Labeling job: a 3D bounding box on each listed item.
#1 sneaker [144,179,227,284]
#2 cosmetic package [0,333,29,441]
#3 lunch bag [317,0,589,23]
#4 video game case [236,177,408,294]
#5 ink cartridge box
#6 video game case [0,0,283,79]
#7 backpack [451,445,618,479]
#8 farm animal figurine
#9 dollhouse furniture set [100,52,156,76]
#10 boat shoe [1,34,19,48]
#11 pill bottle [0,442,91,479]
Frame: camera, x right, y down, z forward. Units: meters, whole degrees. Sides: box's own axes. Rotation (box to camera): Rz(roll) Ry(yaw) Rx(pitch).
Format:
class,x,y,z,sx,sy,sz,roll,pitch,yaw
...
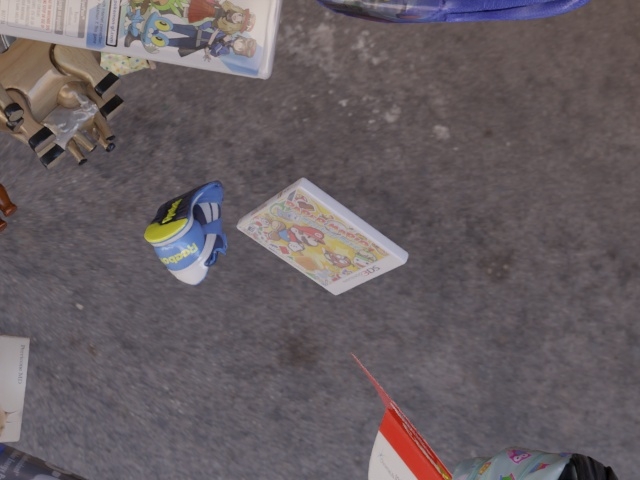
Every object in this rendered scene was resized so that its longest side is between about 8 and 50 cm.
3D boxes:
class,x,y,z,sx,sy,sz,roll,pitch,yaw
sneaker,-0.109,-0.009,0.839,0.053,0.144,0.059,-25,107,17
cosmetic package,-0.556,0.197,1.315,0.309,0.113,0.160,11,80,-56
lunch bag,0.087,-0.297,0.512,0.239,0.385,0.328,7,92,-10
video game case,0.000,0.000,1.631,0.227,0.206,0.026,35,55,-19
ink cartridge box,0.143,0.377,1.337,0.091,0.308,0.385,-33,122,-7
video game case,-0.166,-0.328,0.847,0.300,0.036,0.329,10,105,-2
backpack,0.136,0.223,0.632,0.152,0.115,0.182,46,52,-41
farm animal figurine,-0.375,-0.166,1.118,0.172,0.330,0.327,46,59,5
dollhouse furniture set,-0.313,-0.362,1.596,0.182,0.101,0.161,-17,115,-2
boat shoe,-0.554,-0.469,1.776,0.119,0.121,0.335,-41,123,-48
pill bottle,-0.129,0.154,0.476,0.137,0.078,0.078,24,82,-5
